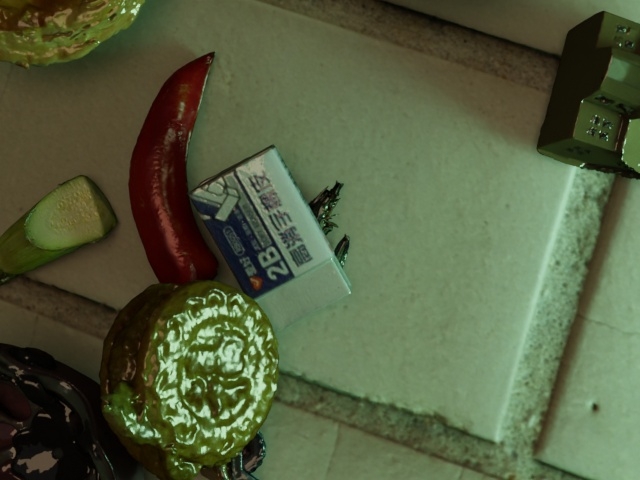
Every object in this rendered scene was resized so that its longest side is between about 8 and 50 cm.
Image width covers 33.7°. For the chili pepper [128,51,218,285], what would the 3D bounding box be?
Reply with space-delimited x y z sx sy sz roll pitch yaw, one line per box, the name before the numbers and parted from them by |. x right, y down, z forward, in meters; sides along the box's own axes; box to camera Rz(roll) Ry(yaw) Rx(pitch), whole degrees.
chili pepper | -0.180 -0.063 1.377 0.137 0.092 0.368 -7 89 -10

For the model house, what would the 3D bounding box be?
model house | 0.427 -0.164 1.300 0.248 0.176 0.181 15 87 -10

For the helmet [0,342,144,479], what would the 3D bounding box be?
helmet | -0.364 0.265 1.319 0.338 0.197 0.271 30 98 14

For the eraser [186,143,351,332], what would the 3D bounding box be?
eraser | -0.062 -0.001 1.334 0.124 0.068 0.210 -28 99 4

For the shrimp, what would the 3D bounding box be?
shrimp | 0.000 0.000 1.384 0.091 0.034 0.161 30 96 -4

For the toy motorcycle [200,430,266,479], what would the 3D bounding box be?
toy motorcycle | -0.130 0.348 1.345 0.130 0.094 0.229 -6 76 10

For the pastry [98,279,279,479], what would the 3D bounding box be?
pastry | -0.163 0.168 1.274 0.132 0.240 0.235 1 52 44

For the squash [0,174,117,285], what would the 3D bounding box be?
squash | -0.373 0.000 1.395 0.200 0.075 0.090 -34 110 4

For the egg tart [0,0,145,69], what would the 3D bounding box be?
egg tart | -0.372 -0.383 1.382 0.352 0.150 0.352 0 84 0
